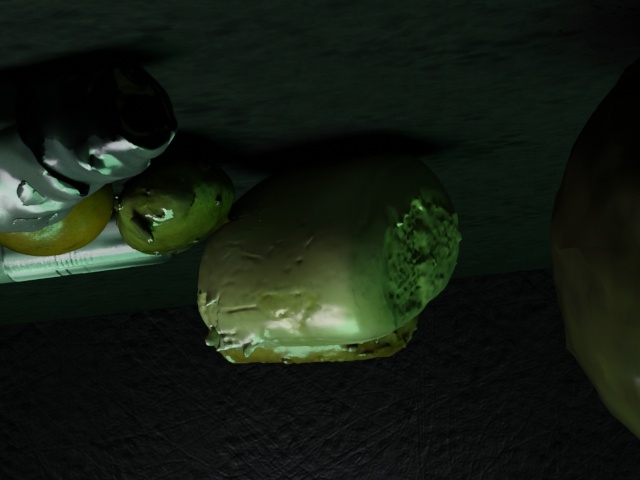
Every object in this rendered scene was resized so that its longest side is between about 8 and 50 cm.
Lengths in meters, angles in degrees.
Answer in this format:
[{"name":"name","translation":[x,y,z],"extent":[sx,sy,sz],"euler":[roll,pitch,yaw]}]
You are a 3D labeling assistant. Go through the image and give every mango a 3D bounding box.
[{"name":"mango","translation":[-0.244,-0.042,1.320],"extent":[0.111,0.089,0.163],"euler":[-41,152,4]}]

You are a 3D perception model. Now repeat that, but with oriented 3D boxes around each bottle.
[{"name":"bottle","translation":[-0.290,-0.004,1.725],"extent":[0.253,0.079,0.096],"euler":[-7,136,8]}]

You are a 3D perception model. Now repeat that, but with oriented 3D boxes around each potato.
[{"name":"potato","translation":[-0.139,-0.035,1.453],"extent":[0.117,0.090,0.225],"euler":[-33,180,-2]}]

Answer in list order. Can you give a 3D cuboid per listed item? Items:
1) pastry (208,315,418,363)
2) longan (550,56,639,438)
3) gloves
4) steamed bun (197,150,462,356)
[{"name":"pastry","translation":[-0.009,0.081,2.232],"extent":[0.284,0.184,0.315],"euler":[-3,178,45]},{"name":"longan","translation":[0.382,0.016,1.120],"extent":[0.404,0.404,0.436],"euler":[-9,169,31]},{"name":"gloves","translation":[-0.233,-0.069,1.132],"extent":[0.285,0.119,0.142],"euler":[-7,143,42]},{"name":"steamed bun","translation":[0.000,0.000,1.553],"extent":[0.232,0.166,0.273],"euler":[2,-159,32]}]
